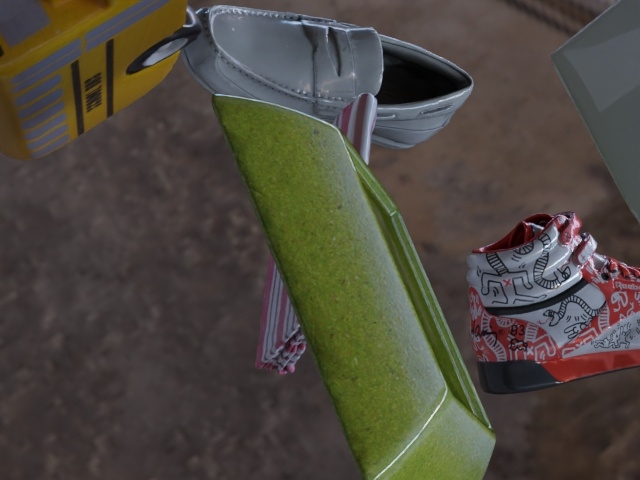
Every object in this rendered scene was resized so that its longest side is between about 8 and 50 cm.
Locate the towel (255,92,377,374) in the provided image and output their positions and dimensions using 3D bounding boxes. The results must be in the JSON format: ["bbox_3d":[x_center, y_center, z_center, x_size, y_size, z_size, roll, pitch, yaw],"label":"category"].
[{"bbox_3d":[0.000,0.000,1.301,0.197,0.029,0.144,131,-31,-63],"label":"towel"}]

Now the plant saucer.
[{"bbox_3d":[0.026,0.031,0.864,0.188,0.045,0.188,47,20,-71],"label":"plant saucer"}]

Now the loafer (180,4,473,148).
[{"bbox_3d":[0.008,-0.162,1.749,0.111,0.319,0.112,-31,-117,38],"label":"loafer"}]

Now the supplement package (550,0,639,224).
[{"bbox_3d":[0.220,-0.098,0.921,0.179,0.105,0.105,-38,-106,45],"label":"supplement package"}]

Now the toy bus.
[{"bbox_3d":[-0.139,-0.134,0.966,0.108,0.130,0.333,58,-8,3],"label":"toy bus"}]

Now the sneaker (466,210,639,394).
[{"bbox_3d":[0.257,0.039,1.683,0.090,0.270,0.145,-172,-109,-74],"label":"sneaker"}]
